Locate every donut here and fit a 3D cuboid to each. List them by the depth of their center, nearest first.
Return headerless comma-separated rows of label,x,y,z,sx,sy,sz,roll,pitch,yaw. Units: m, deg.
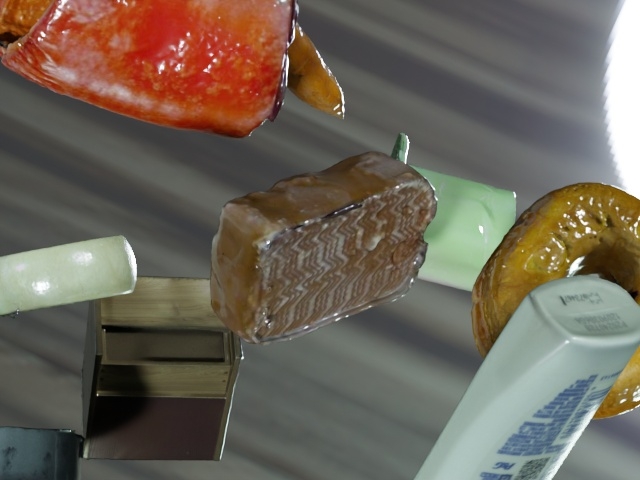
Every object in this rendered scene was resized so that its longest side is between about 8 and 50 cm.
donut,0.258,0.055,1.883,0.226,0.227,0.114,-61,173,-24

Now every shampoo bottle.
shampoo bottle,0.136,0.186,1.621,0.134,0.078,0.359,-6,136,-39

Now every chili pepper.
chili pepper,-0.185,-0.261,2.137,0.251,0.305,0.229,-69,-155,14

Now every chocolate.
chocolate,0.000,0.000,1.848,0.214,0.093,0.148,-20,137,-35

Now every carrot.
carrot,-0.022,-0.207,2.369,0.205,0.072,0.072,46,64,-42

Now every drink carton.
drink carton,0.130,-0.012,2.125,0.144,0.142,0.146,-80,-172,-46

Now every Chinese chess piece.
Chinese chess piece,-0.240,0.035,1.803,0.144,0.144,0.058,-9,90,-81

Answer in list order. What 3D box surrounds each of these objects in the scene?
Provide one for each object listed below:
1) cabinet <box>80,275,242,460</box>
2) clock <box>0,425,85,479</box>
cabinet,-0.198,0.147,2.397,0.215,0.175,0.148,103,-15,-49
clock,-0.407,0.247,2.124,0.312,0.313,0.061,74,12,-78
